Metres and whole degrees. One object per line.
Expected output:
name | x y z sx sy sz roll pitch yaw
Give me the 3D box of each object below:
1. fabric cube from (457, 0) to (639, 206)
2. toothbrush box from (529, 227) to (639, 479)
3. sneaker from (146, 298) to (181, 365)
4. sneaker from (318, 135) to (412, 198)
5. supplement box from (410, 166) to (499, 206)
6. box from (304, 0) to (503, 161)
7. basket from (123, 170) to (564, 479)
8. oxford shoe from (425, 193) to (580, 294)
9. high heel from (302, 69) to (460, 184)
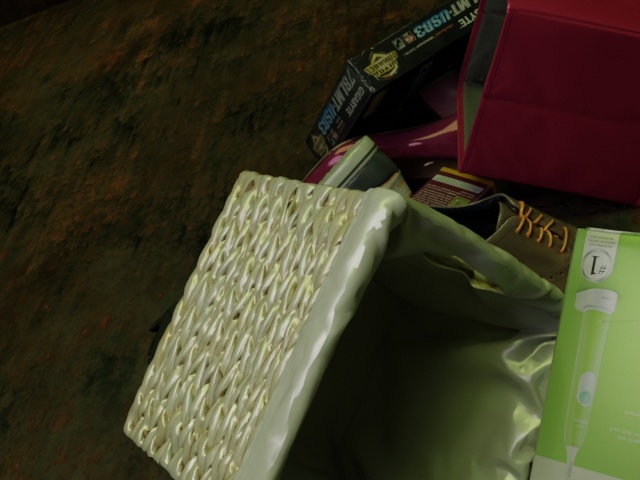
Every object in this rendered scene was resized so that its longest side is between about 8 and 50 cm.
fabric cube | 0.342 -0.237 1.286 0.258 0.259 0.254 11 40 0
toothbrush box | 0.329 0.145 0.873 0.206 0.122 0.283 7 82 40
sneaker | -0.179 0.173 1.331 0.130 0.109 0.286 -33 25 3
sneaker | 0.000 0.000 1.405 0.321 0.127 0.126 -45 8 16
supplement box | 0.163 -0.011 1.343 0.188 0.081 0.104 -42 38 -21
box | 0.134 -0.262 1.522 0.293 0.073 0.295 -35 -8 -23
basket | 0.035 0.141 0.949 0.266 0.328 0.331 15 80 52
oxford shoe | 0.260 0.020 1.148 0.364 0.132 0.130 2 44 9
high heel | 0.121 -0.094 1.482 0.377 0.127 0.181 -39 70 12
